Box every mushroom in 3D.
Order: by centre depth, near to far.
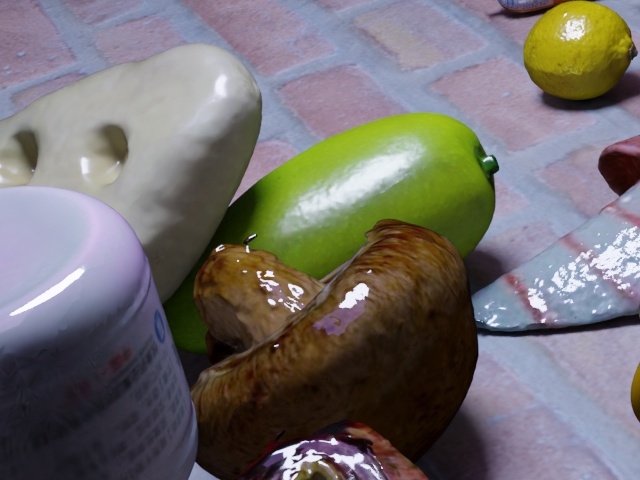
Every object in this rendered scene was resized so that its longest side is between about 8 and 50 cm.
[{"bbox_3d":[0.004,0.089,1.356,0.263,0.195,0.283,-43,29,-8],"label":"mushroom"}]

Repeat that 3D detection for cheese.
[{"bbox_3d":[-0.174,-0.006,1.502,0.328,0.130,0.351,-30,49,22],"label":"cheese"}]

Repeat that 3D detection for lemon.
[{"bbox_3d":[0.281,-0.206,1.875,0.133,0.109,0.109,10,36,36],"label":"lemon"}]

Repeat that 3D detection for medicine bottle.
[{"bbox_3d":[-0.209,0.152,1.206,0.256,0.324,0.256,-13,27,7],"label":"medicine bottle"}]

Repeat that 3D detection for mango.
[{"bbox_3d":[0.000,0.000,1.574,0.343,0.156,0.192,-27,18,-6],"label":"mango"}]

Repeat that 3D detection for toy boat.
[{"bbox_3d":[0.255,0.011,1.527,0.282,0.096,0.206,-30,45,-10],"label":"toy boat"}]

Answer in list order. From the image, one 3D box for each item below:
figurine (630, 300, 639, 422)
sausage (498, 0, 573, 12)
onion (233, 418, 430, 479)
[{"bbox_3d":[0.325,0.068,1.275,0.192,0.167,0.257,35,49,27],"label":"figurine"},{"bbox_3d":[0.313,-0.331,2.137,0.234,0.071,0.071,-14,27,0],"label":"sausage"},{"bbox_3d":[-0.003,0.259,1.045,0.207,0.216,0.206,-33,55,-25],"label":"onion"}]
